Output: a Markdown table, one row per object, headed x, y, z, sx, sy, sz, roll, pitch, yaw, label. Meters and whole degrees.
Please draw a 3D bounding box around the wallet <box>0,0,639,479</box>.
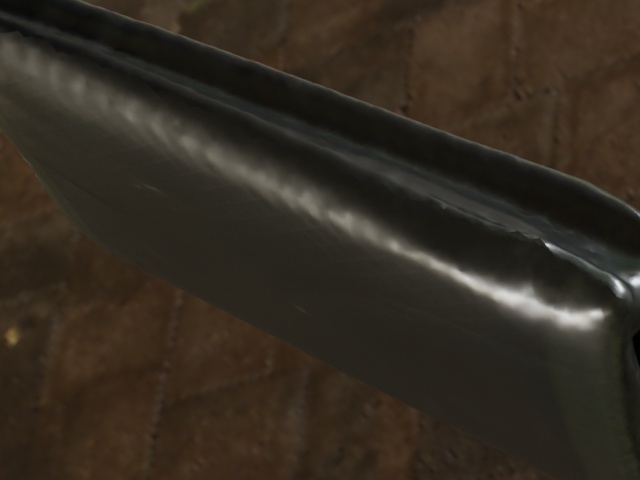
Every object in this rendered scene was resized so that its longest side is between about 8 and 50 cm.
| x | y | z | sx | sy | sz | roll | pitch | yaw | label |
| --- | --- | --- | --- | --- | --- | --- | --- | --- | --- |
| 0.000 | 0.000 | 0.569 | 0.245 | 0.168 | 0.052 | 24 | 70 | 22 | wallet |
